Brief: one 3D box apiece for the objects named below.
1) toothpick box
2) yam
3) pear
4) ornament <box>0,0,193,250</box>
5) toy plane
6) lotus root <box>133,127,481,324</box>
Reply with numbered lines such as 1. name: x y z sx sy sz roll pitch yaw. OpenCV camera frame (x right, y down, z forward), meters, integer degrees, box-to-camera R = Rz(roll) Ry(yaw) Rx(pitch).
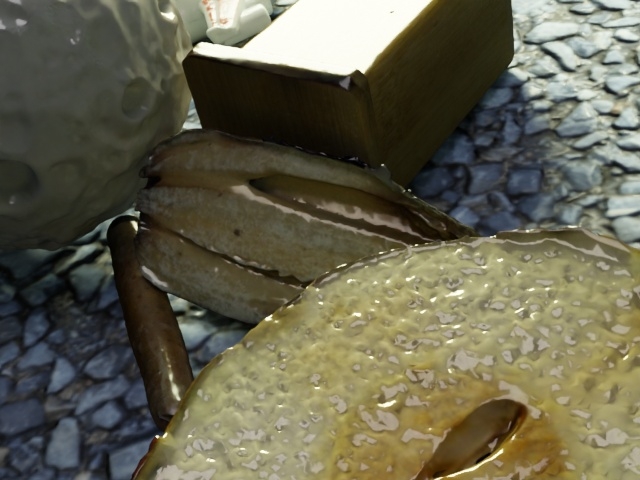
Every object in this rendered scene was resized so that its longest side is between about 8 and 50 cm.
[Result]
1. toothpick box: 0.049 -0.163 1.060 0.187 0.190 0.308 15 47 32
2. yam: -0.147 0.069 0.964 0.046 0.046 0.264 -20 42 -5
3. pear: 0.081 0.184 0.666 0.386 0.191 0.340 -28 47 -14
4. ornament: -0.293 -0.159 1.013 0.337 0.337 0.337 -8 43 8
5. toy plane: -0.155 -0.291 1.300 0.252 0.118 0.252 -6 43 6
6. lotus root: 0.001 0.000 0.937 0.329 0.167 0.078 19 14 19
